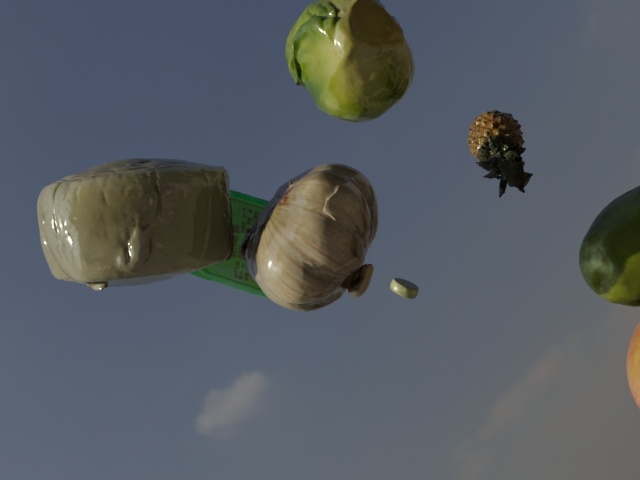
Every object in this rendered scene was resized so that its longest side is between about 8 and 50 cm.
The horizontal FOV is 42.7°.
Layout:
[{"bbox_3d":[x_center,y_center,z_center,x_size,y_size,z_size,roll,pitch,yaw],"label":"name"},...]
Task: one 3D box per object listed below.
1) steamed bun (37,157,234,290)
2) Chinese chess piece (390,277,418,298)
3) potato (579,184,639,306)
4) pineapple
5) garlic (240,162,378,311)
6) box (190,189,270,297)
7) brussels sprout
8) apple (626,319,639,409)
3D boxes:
[{"bbox_3d":[-0.364,-0.033,1.562,0.236,0.384,0.247,-56,-39,-86],"label":"steamed bun"},{"bbox_3d":[0.243,0.139,2.373,0.084,0.084,0.034,4,-68,-53],"label":"Chinese chess piece"},{"bbox_3d":[0.644,0.003,1.599,0.304,0.216,0.216,-42,-31,-15],"label":"potato"},{"bbox_3d":[0.387,-0.188,1.754,0.128,0.248,0.128,1,-59,1],"label":"pineapple"},{"bbox_3d":[-0.013,-0.010,1.555,0.241,0.322,0.322,11,-60,-25],"label":"garlic"},{"bbox_3d":[-0.143,-0.001,1.984,0.106,0.337,0.264,-53,-22,-59],"label":"box"},{"bbox_3d":[0.062,-0.366,1.631,0.227,0.259,0.294,-41,3,-20],"label":"brussels sprout"},{"bbox_3d":[0.841,0.259,1.755,0.364,0.364,0.364,-32,-35,-25],"label":"apple"}]
